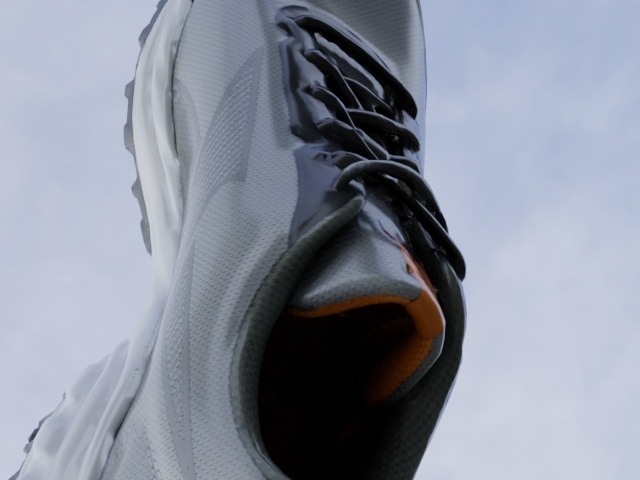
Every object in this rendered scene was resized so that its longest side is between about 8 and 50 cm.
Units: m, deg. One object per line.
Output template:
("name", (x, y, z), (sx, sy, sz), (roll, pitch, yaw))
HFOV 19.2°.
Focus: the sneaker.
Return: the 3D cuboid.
("sneaker", (0.000, 0.000, 0.522), (0.100, 0.108, 0.272), (35, -135, -27))
